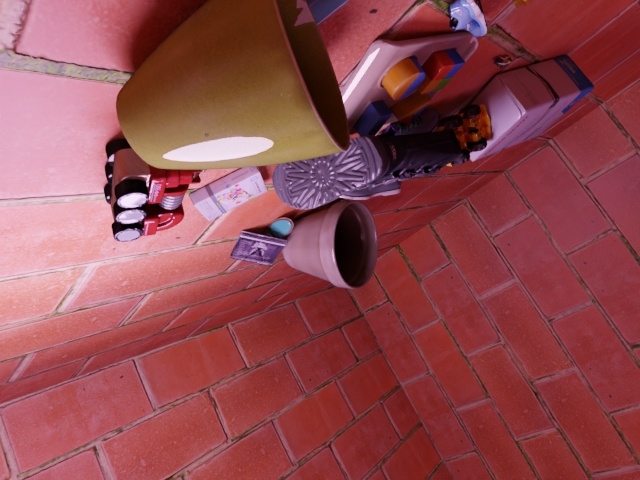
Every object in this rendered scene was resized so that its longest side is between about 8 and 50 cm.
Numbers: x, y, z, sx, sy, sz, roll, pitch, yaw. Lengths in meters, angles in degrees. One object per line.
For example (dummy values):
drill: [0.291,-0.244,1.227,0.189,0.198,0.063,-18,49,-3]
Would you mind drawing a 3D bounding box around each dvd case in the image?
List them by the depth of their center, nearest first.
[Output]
dvd case: [-0.234,0.033,1.680,0.165,0.018,0.221,12,152,-16]

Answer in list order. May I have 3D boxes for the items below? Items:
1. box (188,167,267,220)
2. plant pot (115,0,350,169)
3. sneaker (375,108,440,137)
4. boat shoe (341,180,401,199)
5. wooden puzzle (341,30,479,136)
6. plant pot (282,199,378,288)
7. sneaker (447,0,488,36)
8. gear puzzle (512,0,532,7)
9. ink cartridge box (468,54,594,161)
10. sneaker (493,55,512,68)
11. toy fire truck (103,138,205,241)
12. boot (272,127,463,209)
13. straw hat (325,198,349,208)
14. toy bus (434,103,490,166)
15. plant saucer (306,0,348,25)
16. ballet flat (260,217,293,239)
box: [-0.240,-0.127,1.213,0.186,0.038,0.145,-29,167,-6]
plant pot: [-0.141,-0.217,0.684,0.294,0.274,0.275,-17,170,16]
sneaker: [0.264,-0.337,1.388,0.224,0.083,0.098,-35,154,7]
boat shoe: [0.175,-0.215,1.685,0.320,0.116,0.098,-11,116,-34]
wooden puzzle: [0.202,-0.367,1.140,0.348,0.080,0.322,-19,164,-34]
plant pot: [0.021,0.015,1.702,0.281,0.322,0.323,0,-174,35]
sneaker: [0.320,-0.493,1.002,0.073,0.063,0.162,-16,170,29]
gear puzzle: [0.456,-0.585,0.926,0.176,0.044,0.339,-30,167,4]
ink cartridge box: [0.704,-0.467,1.612,0.395,0.166,0.285,-23,165,-27]
sneaker: [0.536,-0.524,1.346,0.083,0.031,0.035,-19,164,-37]
toy fire truck: [-0.303,-0.121,0.933,0.247,0.158,0.217,-9,158,-30]
boot: [0.140,-0.211,1.270,0.367,0.146,0.445,-6,-169,41]
straw hat: [0.096,-0.133,1.810,0.144,0.145,0.061,55,56,-77]
toy bus: [0.423,-0.351,1.517,0.220,0.149,0.212,-34,-154,-23]
plant saucer: [-0.021,-0.380,0.770,0.192,0.018,0.067,-33,166,14]
ballet flat: [-0.163,-0.034,1.683,0.206,0.073,0.067,-32,-173,36]
